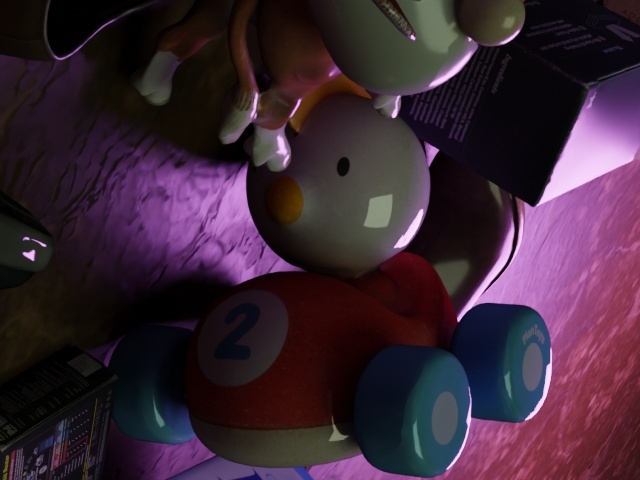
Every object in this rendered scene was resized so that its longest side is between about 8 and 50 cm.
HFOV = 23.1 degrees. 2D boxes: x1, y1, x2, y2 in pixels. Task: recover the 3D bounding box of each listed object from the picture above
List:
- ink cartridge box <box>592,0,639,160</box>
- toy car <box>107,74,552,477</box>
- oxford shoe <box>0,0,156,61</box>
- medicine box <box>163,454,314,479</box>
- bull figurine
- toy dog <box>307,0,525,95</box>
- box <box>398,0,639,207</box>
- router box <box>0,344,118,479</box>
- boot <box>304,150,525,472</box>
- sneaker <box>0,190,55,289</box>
[{"bbox_3d":[0.275,-0.186,1.320,0.193,0.088,0.235,-5,123,-60],"label":"ink cartridge box"},{"bbox_3d":[0.000,0.000,0.943,0.210,0.219,0.238,-18,106,-55],"label":"toy car"},{"bbox_3d":[-0.065,-0.155,0.679,0.227,0.096,0.083,-51,154,-19],"label":"oxford shoe"},{"bbox_3d":[-0.058,0.290,0.979,0.149,0.263,0.289,-47,166,25],"label":"medicine box"},{"bbox_3d":[0.046,-0.137,0.830,0.310,0.101,0.188,-18,159,-43],"label":"bull figurine"},{"bbox_3d":[0.029,-0.184,0.548,0.333,0.161,0.220,32,74,-57],"label":"toy dog"},{"bbox_3d":[0.128,-0.112,1.033,0.156,0.158,0.093,-22,139,-53],"label":"box"},{"bbox_3d":[-0.168,0.132,0.907,0.092,0.038,0.122,-32,146,-45],"label":"router box"},{"bbox_3d":[0.057,0.053,1.184,0.207,0.090,0.248,-40,155,-39],"label":"boot"},{"bbox_3d":[-0.208,0.014,0.625,0.130,0.087,0.227,-60,154,11],"label":"sneaker"}]
